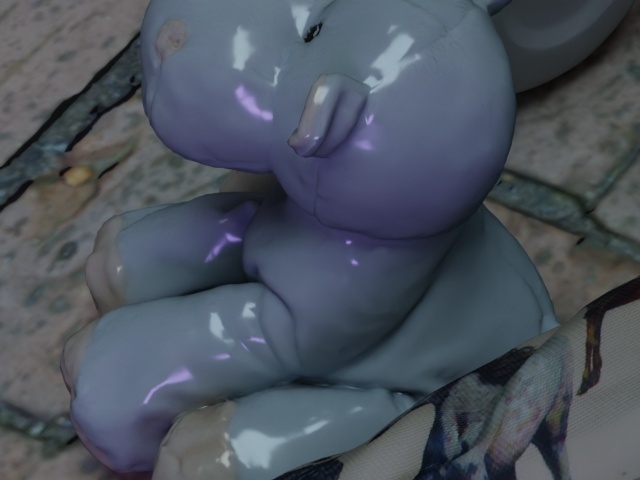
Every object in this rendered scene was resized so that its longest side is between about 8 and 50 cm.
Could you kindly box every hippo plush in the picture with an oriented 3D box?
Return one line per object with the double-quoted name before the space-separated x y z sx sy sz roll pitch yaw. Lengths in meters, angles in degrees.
"hippo plush" 0.000 0.000 0.887 0.294 0.236 0.234 28 56 28

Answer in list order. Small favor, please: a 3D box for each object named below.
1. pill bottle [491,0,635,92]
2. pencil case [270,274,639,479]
"pill bottle" 0.033 -0.231 1.130 0.181 0.181 0.323 -33 53 -22
"pencil case" 0.095 0.101 0.701 0.160 0.410 0.183 57 34 -1
